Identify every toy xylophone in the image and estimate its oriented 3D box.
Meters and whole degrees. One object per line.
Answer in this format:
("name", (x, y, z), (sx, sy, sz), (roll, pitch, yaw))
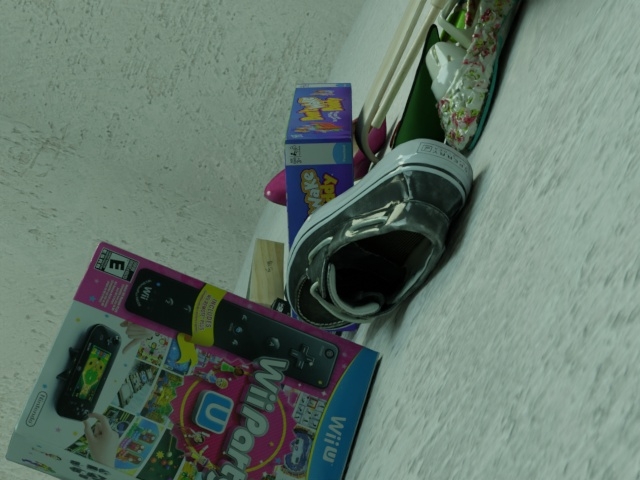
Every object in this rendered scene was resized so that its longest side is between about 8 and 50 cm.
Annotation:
("toy xylophone", (0.125, -0.214, 1.627), (0.236, 0.081, 0.322), (-88, 22, -75))

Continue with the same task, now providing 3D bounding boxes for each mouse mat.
("mouse mat", (0.109, -0.116, 1.420), (0.152, 0.007, 0.189), (70, -146, -53))

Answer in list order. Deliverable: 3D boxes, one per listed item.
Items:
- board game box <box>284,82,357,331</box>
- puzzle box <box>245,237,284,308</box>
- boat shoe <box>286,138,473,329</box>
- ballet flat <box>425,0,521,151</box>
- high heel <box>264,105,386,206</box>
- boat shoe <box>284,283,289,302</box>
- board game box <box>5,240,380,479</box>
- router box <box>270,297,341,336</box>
("board game box", (0.004, -0.054, 1.680), (0.347, 0.078, 0.233), (-86, -5, -73))
("puzzle box", (-0.101, 0.171, 2.021), (0.409, 0.052, 0.272), (-96, 16, -77))
("boat shoe", (0.036, 0.022, 1.337), (0.119, 0.121, 0.335), (-66, 6, -35))
("ballet flat", (0.152, -0.201, 1.383), (0.091, 0.077, 0.241), (124, 167, -63))
("high heel", (0.012, -0.124, 1.946), (0.244, 0.082, 0.117), (-19, -44, -45))
("boat shoe", (0.000, 0.000, 1.942), (0.070, 0.078, 0.219), (-77, 11, -55))
("board game box", (-0.120, 0.161, 1.305), (0.097, 0.303, 0.224), (123, 168, -57))
("router box", (-0.036, 0.143, 1.645), (0.038, 0.092, 0.122), (127, 165, -67))
